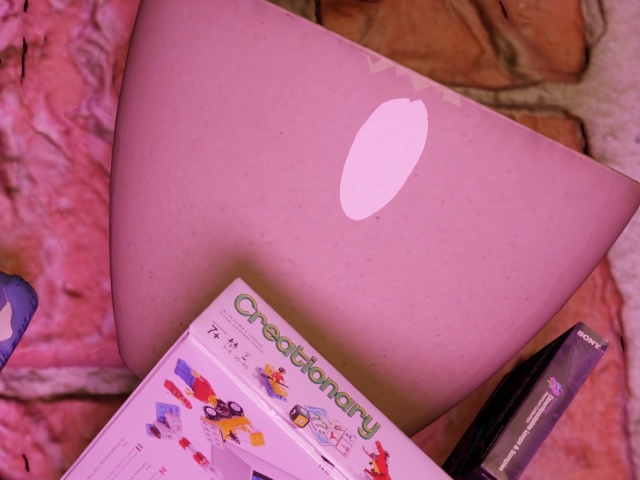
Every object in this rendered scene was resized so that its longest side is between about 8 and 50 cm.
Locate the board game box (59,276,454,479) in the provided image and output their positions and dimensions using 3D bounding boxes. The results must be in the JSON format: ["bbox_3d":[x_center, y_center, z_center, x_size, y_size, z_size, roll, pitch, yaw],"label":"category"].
[{"bbox_3d":[-0.047,0.164,1.100,0.193,0.305,0.053,44,53,1],"label":"board game box"}]

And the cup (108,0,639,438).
[{"bbox_3d":[0.000,0.000,1.176,0.331,0.331,0.237,26,94,-5],"label":"cup"}]

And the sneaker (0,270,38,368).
[{"bbox_3d":[-0.302,0.108,1.158,0.131,0.112,0.296,42,69,1],"label":"sneaker"}]

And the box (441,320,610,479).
[{"bbox_3d":[0.121,0.120,1.225,0.029,0.162,0.116,37,70,-1],"label":"box"}]
